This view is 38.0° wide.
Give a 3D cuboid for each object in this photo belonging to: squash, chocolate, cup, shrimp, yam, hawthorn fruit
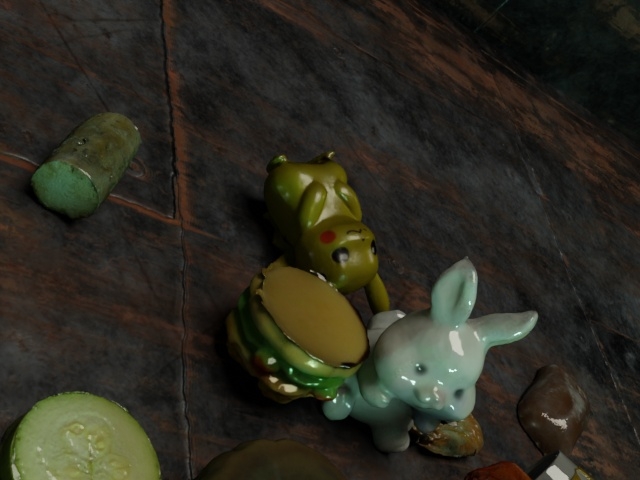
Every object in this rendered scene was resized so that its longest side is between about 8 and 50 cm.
[{"bbox_3d":[-0.289,0.291,1.151,0.219,0.041,0.219,31,37,-27],"label":"squash"},{"bbox_3d":[0.526,0.365,2.023,0.161,0.083,0.261,49,33,2],"label":"chocolate"},{"bbox_3d":[0.448,0.519,1.678,0.226,0.185,0.241,49,25,10],"label":"cup"},{"bbox_3d":[0.224,0.344,1.711,0.217,0.051,0.115,12,42,-43],"label":"shrimp"},{"bbox_3d":[-0.356,-0.122,1.441,0.107,0.107,0.194,41,33,-14],"label":"yam"},{"bbox_3d":[0.308,0.460,1.575,0.173,0.173,0.179,40,46,-15],"label":"hawthorn fruit"}]

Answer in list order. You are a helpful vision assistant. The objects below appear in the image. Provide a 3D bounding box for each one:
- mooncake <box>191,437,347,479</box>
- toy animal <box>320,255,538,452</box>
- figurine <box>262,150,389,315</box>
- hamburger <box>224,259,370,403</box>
[{"bbox_3d":[-0.072,0.406,1.183,0.290,0.161,0.290,31,38,-28],"label":"mooncake"},{"bbox_3d":[0.170,0.180,1.537,0.196,0.368,0.241,31,48,-23],"label":"toy animal"},{"bbox_3d":[-0.003,-0.007,1.695,0.218,0.169,0.326,-9,60,-36],"label":"figurine"},{"bbox_3d":[-0.048,0.161,1.478,0.237,0.149,0.237,31,28,-19],"label":"hamburger"}]
